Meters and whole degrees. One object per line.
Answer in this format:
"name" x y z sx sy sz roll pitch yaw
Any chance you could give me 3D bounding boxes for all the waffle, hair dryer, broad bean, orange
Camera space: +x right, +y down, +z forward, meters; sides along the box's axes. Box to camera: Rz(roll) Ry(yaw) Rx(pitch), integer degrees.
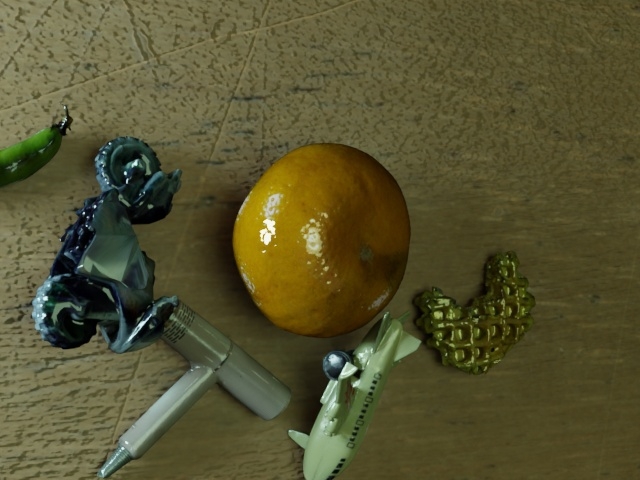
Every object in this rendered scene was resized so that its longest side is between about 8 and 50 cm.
"waffle" 0.221 0.098 1.723 0.194 0.051 0.149 -37 107 -27
"hair dryer" -0.160 0.212 1.482 0.195 0.053 0.220 40 68 -23
"broad bean" -0.373 -0.088 1.384 0.227 0.039 0.069 -25 105 -31
"orange" 0.000 0.000 1.525 0.240 0.171 0.240 1 87 -36

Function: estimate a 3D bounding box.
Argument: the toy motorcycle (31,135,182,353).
"toy motorcycle" -0.224 0.017 1.430 0.159 0.106 0.270 36 58 -28

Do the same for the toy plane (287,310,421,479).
"toy plane" 0.038 0.193 1.559 0.092 0.229 0.244 35 97 16
